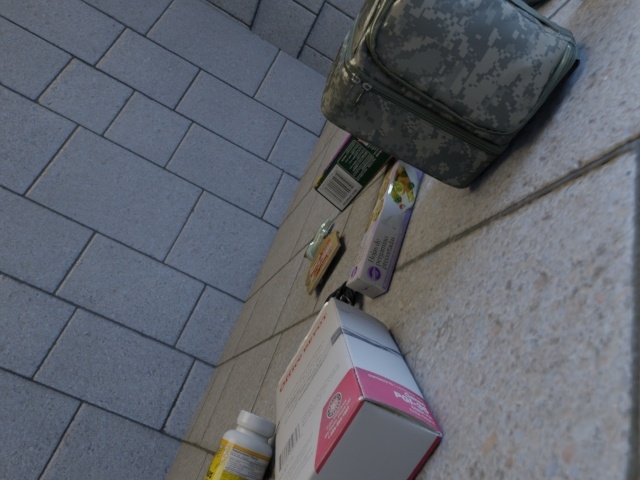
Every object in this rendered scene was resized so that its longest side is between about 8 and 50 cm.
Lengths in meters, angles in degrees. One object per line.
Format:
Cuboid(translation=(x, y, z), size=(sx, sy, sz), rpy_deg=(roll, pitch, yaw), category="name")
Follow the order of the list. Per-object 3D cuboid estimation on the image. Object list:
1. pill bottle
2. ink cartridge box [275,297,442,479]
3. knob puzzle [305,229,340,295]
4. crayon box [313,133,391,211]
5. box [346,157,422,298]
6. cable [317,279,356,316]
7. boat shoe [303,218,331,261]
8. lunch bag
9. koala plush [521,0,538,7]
Cuboid(translation=(-0.173, 0.481, 0.995), size=(0.209, 0.117, 0.117), rpy_deg=(-67, 13, -23), category="pill bottle")
Cuboid(translation=(0.030, 0.237, 0.660), size=(0.207, 0.117, 0.283), rpy_deg=(-60, 12, 12), category="ink cartridge box")
Cuboid(translation=(0.012, 0.057, 1.370), size=(0.213, 0.029, 0.213), rpy_deg=(-59, 12, 21), category="knob puzzle")
Cuboid(translation=(0.167, -0.278, 1.103), size=(0.313, 0.106, 0.363), rpy_deg=(-51, 2, -40), category="crayon box")
Cuboid(translation=(0.139, -0.042, 0.953), size=(0.324, 0.063, 0.067), rpy_deg=(-68, 10, -25), category="box")
Cuboid(translation=(0.040, 0.157, 1.009), size=(0.151, 0.047, 0.184), rpy_deg=(-63, 8, -30), category="cable")
Cuboid(translation=(0.000, 0.000, 1.543), size=(0.153, 0.048, 0.056), rpy_deg=(-59, -2, -18), category="boat shoe")
Cuboid(translation=(0.178, -0.263, 0.690), size=(0.256, 0.305, 0.213), rpy_deg=(-53, 15, 44), category="lunch bag")
Cuboid(translation=(0.345, -0.549, 0.812), size=(0.203, 0.221, 0.196), rpy_deg=(-53, 15, 40), category="koala plush")
